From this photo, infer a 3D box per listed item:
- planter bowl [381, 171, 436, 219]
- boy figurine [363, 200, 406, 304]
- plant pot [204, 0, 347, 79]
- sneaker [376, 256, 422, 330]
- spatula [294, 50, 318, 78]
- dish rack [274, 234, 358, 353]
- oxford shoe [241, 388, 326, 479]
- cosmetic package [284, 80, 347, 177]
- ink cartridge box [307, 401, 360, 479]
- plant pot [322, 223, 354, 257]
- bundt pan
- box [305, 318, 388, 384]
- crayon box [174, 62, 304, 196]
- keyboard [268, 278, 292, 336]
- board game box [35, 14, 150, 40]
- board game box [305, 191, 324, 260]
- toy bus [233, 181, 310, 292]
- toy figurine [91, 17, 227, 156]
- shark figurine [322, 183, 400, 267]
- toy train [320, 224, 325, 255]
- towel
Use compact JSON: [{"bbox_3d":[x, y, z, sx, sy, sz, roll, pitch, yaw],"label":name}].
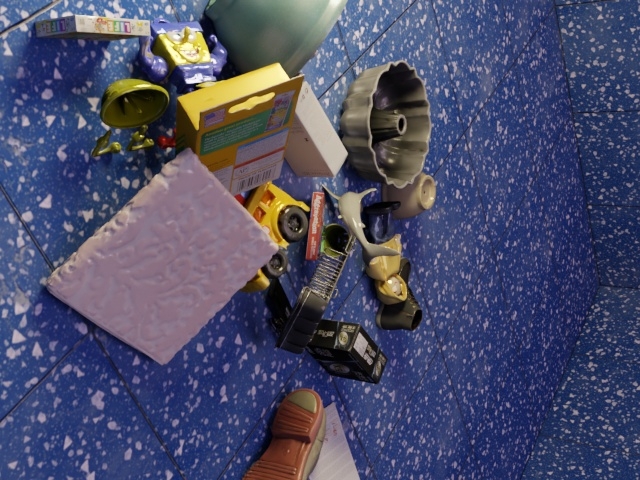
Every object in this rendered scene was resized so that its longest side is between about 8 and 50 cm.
[{"bbox_3d":[0.258,-0.137,2.221,0.162,0.109,0.162,-7,99,-55],"label":"planter bowl"},{"bbox_3d":[0.174,0.041,2.138,0.177,0.092,0.285,-21,107,-55],"label":"boy figurine"},{"bbox_3d":[-0.103,-0.464,1.558,0.196,0.293,0.293,34,63,-23],"label":"plant pot"},{"bbox_3d":[0.246,0.156,2.225,0.083,0.118,0.222,40,62,-49],"label":"sneaker"},{"bbox_3d":[-0.098,-0.292,1.598,0.019,0.242,0.168,40,60,-22],"label":"spatula"},{"bbox_3d":[-0.003,0.111,1.760,0.271,0.074,0.208,-63,180,-43],"label":"dish rack"},{"bbox_3d":[-0.076,0.544,1.797,0.397,0.140,0.146,-61,145,-28],"label":"oxford shoe"},{"bbox_3d":[-0.043,-0.246,1.775,0.231,0.117,0.085,56,50,-40],"label":"cosmetic package"},{"bbox_3d":[0.004,0.552,2.000,0.181,0.056,0.225,-22,93,-52],"label":"ink cartridge box"},{"bbox_3d":[0.050,0.001,1.975,0.079,0.083,0.083,3,91,-66],"label":"plant pot"},{"bbox_3d":[0.160,-0.299,2.051,0.330,0.124,0.331,-7,98,-55],"label":"bundt pan"},{"bbox_3d":[0.060,0.274,1.948,0.180,0.147,0.078,53,52,-44],"label":"box"},{"bbox_3d":[-0.156,-0.195,1.430,0.203,0.083,0.323,-24,160,-23],"label":"crayon box"},{"bbox_3d":[-0.092,0.182,1.834,0.100,0.038,0.192,-78,151,-53],"label":"keyboard"},{"bbox_3d":[-0.374,-0.350,1.301,0.154,0.103,0.026,-16,106,-53],"label":"board game box"},{"bbox_3d":[-0.009,-0.028,1.790,0.281,0.027,0.145,14,81,-89],"label":"board game box"},{"bbox_3d":[-0.156,-0.032,1.627,0.211,0.149,0.220,43,61,-33],"label":"toy bus"},{"bbox_3d":[-0.285,-0.308,1.445,0.362,0.191,0.217,-16,72,-38],"label":"toy figurine"},{"bbox_3d":[0.101,-0.071,1.916,0.166,0.116,0.278,48,14,-33],"label":"shark figurine"},{"bbox_3d":[0.000,0.000,1.940,0.017,0.023,0.083,5,89,-55],"label":"toy train"},{"bbox_3d":[-0.268,0.039,1.414,0.332,0.053,0.317,-45,137,-4],"label":"towel"}]
